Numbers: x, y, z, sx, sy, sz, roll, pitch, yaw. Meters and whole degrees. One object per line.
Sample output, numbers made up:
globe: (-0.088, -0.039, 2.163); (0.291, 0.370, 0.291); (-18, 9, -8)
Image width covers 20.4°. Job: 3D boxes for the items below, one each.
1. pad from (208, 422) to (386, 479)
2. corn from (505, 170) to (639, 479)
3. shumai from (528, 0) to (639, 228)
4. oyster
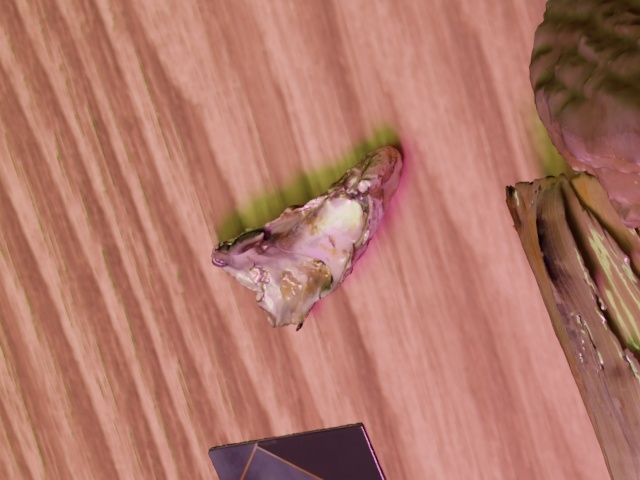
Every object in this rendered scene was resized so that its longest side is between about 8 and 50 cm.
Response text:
pad: (0.014, 0.261, 1.383); (0.163, 0.004, 0.243); (-15, 101, 38)
corn: (0.208, 0.093, 1.083); (0.122, 0.123, 0.305); (-28, 83, 46)
shumai: (0.283, -0.073, 0.966); (0.262, 0.267, 0.314); (46, 166, -28)
oyster: (-0.002, 0.002, 1.262); (0.200, 0.061, 0.106); (-15, 118, 41)
